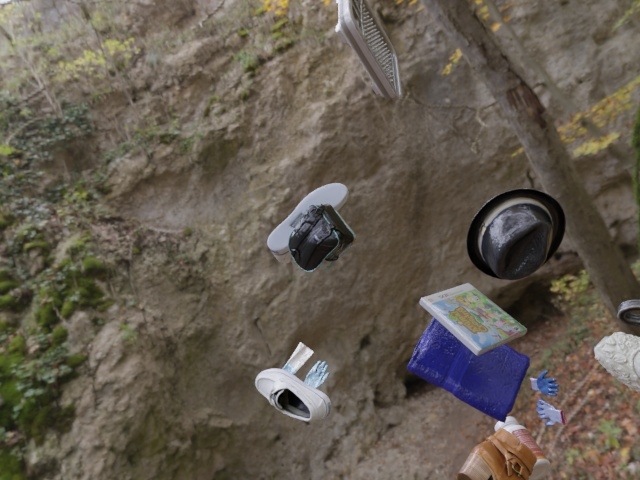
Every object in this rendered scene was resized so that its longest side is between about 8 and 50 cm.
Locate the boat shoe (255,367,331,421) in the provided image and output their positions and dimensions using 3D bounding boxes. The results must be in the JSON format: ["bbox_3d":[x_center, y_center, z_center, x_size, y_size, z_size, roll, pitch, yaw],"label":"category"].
[{"bbox_3d":[-0.093,0.406,1.401,0.258,0.095,0.084,6,4,40],"label":"boat shoe"}]

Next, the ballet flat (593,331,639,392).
[{"bbox_3d":[0.932,0.369,1.387,0.147,0.408,0.147,-57,-3,-5],"label":"ballet flat"}]

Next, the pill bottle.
[{"bbox_3d":[0.747,0.775,1.983,0.121,0.216,0.121,-8,-56,-12],"label":"pill bottle"}]

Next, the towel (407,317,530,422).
[{"bbox_3d":[0.431,0.364,1.553,0.228,0.308,0.076,-53,-21,-29],"label":"towel"}]

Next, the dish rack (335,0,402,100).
[{"bbox_3d":[0.138,-0.588,1.570,0.072,0.286,0.333,-22,-46,25],"label":"dish rack"}]

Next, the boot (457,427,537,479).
[{"bbox_3d":[0.369,0.464,0.998,0.152,0.197,0.073,-28,-21,-36],"label":"boot"}]

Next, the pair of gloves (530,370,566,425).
[{"bbox_3d":[0.812,0.564,1.896,0.023,0.198,0.159,-5,-9,-14],"label":"pair of gloves"}]

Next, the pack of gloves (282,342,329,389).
[{"bbox_3d":[-0.086,0.531,2.042,0.232,0.195,0.046,-56,-40,-7],"label":"pack of gloves"}]

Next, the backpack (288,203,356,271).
[{"bbox_3d":[0.000,0.000,1.590,0.188,0.166,0.144,-49,-24,25],"label":"backpack"}]

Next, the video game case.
[{"bbox_3d":[0.398,0.198,1.387,0.193,0.212,0.023,-12,-51,-33],"label":"video game case"}]

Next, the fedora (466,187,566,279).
[{"bbox_3d":[0.630,0.009,1.680,0.334,0.334,0.152,-26,23,19],"label":"fedora"}]

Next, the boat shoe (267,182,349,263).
[{"bbox_3d":[-0.025,-0.048,1.935,0.367,0.135,0.156,-46,-36,-18],"label":"boat shoe"}]

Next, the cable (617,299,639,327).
[{"bbox_3d":[0.760,0.171,1.054,0.287,0.072,0.140,12,-38,12],"label":"cable"}]
